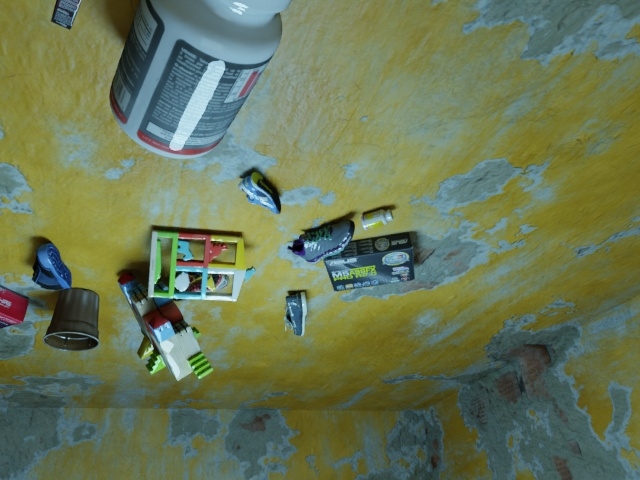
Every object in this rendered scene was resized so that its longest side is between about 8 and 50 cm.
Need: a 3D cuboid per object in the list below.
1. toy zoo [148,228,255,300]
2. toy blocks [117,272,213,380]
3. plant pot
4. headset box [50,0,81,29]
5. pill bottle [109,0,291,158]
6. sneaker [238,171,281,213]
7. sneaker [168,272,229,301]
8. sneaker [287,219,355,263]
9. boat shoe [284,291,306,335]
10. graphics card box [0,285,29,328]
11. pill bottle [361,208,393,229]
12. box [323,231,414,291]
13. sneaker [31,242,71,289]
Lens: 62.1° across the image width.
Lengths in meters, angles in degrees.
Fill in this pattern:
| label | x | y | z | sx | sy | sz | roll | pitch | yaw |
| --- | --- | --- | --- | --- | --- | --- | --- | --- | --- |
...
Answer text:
| label | x | y | z | sx | sy | sz | roll | pitch | yaw |
| --- | --- | --- | --- | --- | --- | --- | --- | --- | --- |
| toy zoo | -0.330 | 0.074 | 1.507 | 0.293 | 0.030 | 0.192 | 4 | 103 | -15 |
| toy blocks | -0.486 | 0.236 | 1.603 | 0.191 | 0.381 | 0.261 | -29 | 122 | -25 |
| plant pot | -0.791 | 0.252 | 1.718 | 0.167 | 0.165 | 0.167 | -3 | 149 | -2 |
| headset box | -0.392 | -0.386 | 0.833 | 0.032 | 0.062 | 0.083 | 16 | 144 | -32 |
| pill bottle | -0.188 | -0.313 | 0.842 | 0.210 | 0.210 | 0.363 | 14 | 144 | -29 |
| sneaker | -0.148 | -0.113 | 1.328 | 0.059 | 0.053 | 0.144 | -20 | 137 | 21 |
| sneaker | -0.387 | 0.146 | 1.681 | 0.225 | 0.088 | 0.093 | -11 | 164 | 26 |
| sneaker | 0.000 | 0.000 | 1.509 | 0.098 | 0.083 | 0.224 | 22 | 140 | -30 |
| boat shoe | -0.092 | 0.273 | 1.924 | 0.079 | 0.095 | 0.254 | -3 | 147 | -6 |
| graphics card box | -1.161 | 0.221 | 1.682 | 0.371 | 0.094 | 0.233 | -14 | 148 | 16 |
| pill bottle | 0.157 | -0.060 | 1.466 | 0.083 | 0.043 | 0.043 | -16 | 147 | 19 |
| box | 0.156 | 0.072 | 1.667 | 0.270 | 0.060 | 0.216 | -9 | 149 | 6 |
| sneaker | -0.788 | 0.084 | 1.523 | 0.090 | 0.081 | 0.232 | -6 | 151 | -13 |
